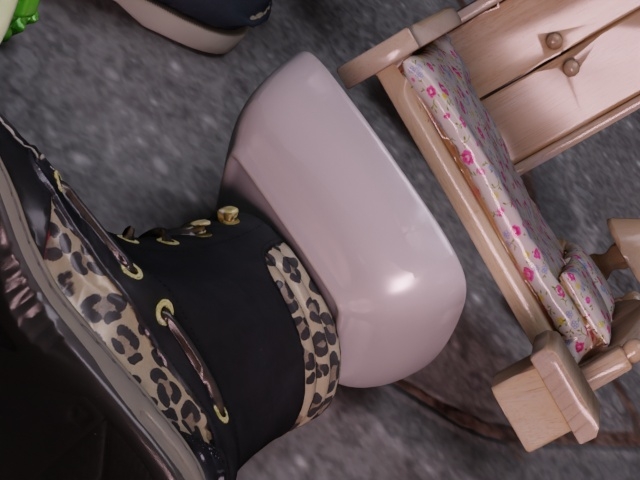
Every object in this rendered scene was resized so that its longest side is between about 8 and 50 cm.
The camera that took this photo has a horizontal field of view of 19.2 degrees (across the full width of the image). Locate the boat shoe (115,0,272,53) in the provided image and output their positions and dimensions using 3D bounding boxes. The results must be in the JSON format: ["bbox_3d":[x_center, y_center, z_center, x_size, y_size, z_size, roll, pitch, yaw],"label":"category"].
[{"bbox_3d":[-0.114,-0.170,0.958,0.254,0.079,0.095,24,36,-37],"label":"boat shoe"}]

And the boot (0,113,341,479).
[{"bbox_3d":[-0.094,0.007,0.756,0.236,0.085,0.178,55,26,3],"label":"boot"}]

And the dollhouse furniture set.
[{"bbox_3d":[0.115,-0.100,0.969,0.303,0.174,0.355,59,12,-5],"label":"dollhouse furniture set"}]

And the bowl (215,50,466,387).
[{"bbox_3d":[0.000,0.000,0.866,0.053,0.142,0.142,-29,75,-20],"label":"bowl"}]

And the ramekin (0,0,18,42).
[{"bbox_3d":[-0.237,-0.135,0.525,0.303,0.303,0.148,26,27,-33],"label":"ramekin"}]

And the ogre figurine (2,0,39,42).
[{"bbox_3d":[-0.159,-0.119,0.791,0.197,0.118,0.097,8,47,-51],"label":"ogre figurine"}]
